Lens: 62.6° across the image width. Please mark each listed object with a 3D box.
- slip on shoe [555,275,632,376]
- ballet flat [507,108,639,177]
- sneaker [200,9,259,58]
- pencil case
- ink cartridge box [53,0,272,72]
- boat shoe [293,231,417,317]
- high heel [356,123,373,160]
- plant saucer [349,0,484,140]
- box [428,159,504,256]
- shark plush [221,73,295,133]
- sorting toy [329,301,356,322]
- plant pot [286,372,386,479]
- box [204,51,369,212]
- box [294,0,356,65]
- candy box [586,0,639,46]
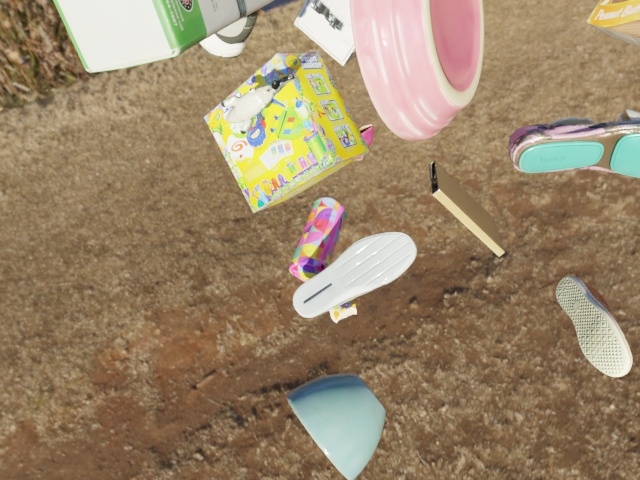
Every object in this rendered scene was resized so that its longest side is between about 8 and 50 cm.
[{"bbox_3d":[0.736,0.220,1.394,0.102,0.123,0.331,17,32,-12],"label":"slip on shoe"},{"bbox_3d":[0.341,-0.121,0.636,0.222,0.076,0.079,1,50,10],"label":"ballet flat"},{"bbox_3d":[-0.175,-0.401,0.749,0.100,0.271,0.108,-37,3,-42],"label":"sneaker"},{"bbox_3d":[0.000,0.000,1.345,0.105,0.104,0.236,4,54,18],"label":"pencil case"},{"bbox_3d":[-0.125,-0.242,0.420,0.087,0.152,0.208,-4,31,21],"label":"ink cartridge box"},{"bbox_3d":[0.075,0.072,1.158,0.302,0.094,0.109,-30,79,17],"label":"boat shoe"},{"bbox_3d":[0.046,-0.294,1.554,0.244,0.117,0.082,-1,40,-26],"label":"high heel"},{"bbox_3d":[0.156,-0.311,0.745,0.084,0.332,0.332,2,46,34],"label":"plant saucer"},{"bbox_3d":[0.308,-0.072,1.124,0.021,0.201,0.164,-42,16,26],"label":"box"},{"bbox_3d":[-0.125,-0.282,1.025,0.161,0.073,0.067,-42,12,21],"label":"shark plush"},{"bbox_3d":[0.053,0.190,1.518,0.083,0.044,0.075,-16,38,-42],"label":"sorting toy"},{"bbox_3d":[0.068,0.490,1.484,0.195,0.290,0.290,-38,48,-9],"label":"plant pot"},{"bbox_3d":[-0.087,-0.265,1.307,0.290,0.279,0.177,-26,2,38],"label":"box"},{"bbox_3d":[0.078,-0.586,1.247,0.169,0.290,0.087,39,46,-1],"label":"box"},{"bbox_3d":[0.604,-0.394,0.845,0.088,0.182,0.316,17,26,-22],"label":"candy box"}]
